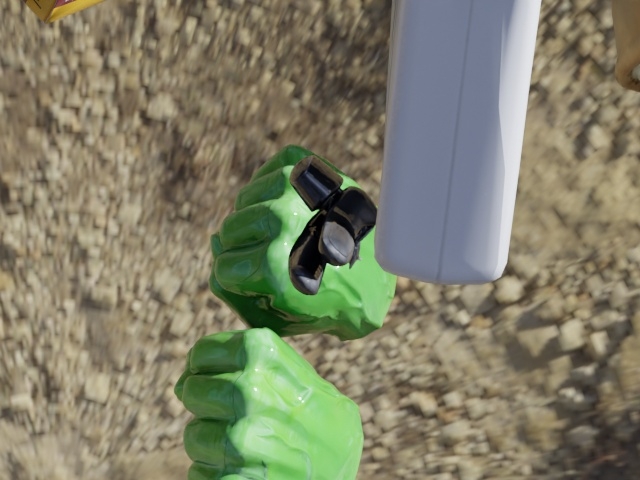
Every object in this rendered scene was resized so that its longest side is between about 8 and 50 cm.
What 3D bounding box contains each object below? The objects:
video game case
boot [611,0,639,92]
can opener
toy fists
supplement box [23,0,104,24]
[{"bbox_3d":[0.049,-0.184,0.560,0.036,0.329,0.300,6,110,1],"label":"video game case"},{"bbox_3d":[0.160,-0.206,0.597,0.089,0.236,0.270,5,72,-21],"label":"boot"},{"bbox_3d":[0.000,0.000,1.263,0.073,0.186,0.059,35,106,-7],"label":"can opener"},{"bbox_3d":[-0.030,0.068,1.427,0.096,0.142,0.279,1,68,33],"label":"toy fists"},{"bbox_3d":[-0.173,-0.292,1.339,0.194,0.191,0.129,46,41,12],"label":"supplement box"}]
